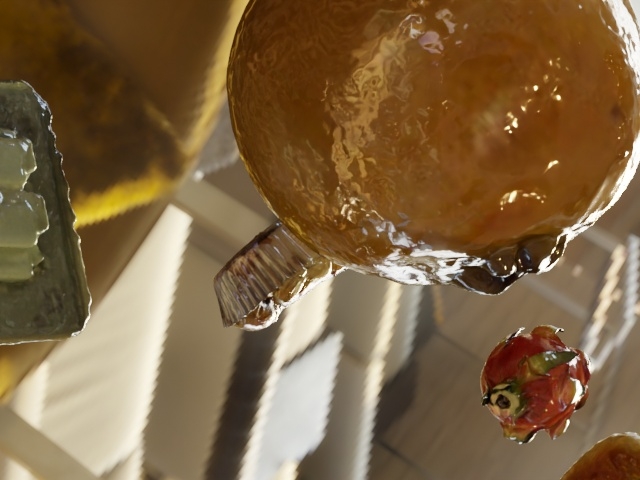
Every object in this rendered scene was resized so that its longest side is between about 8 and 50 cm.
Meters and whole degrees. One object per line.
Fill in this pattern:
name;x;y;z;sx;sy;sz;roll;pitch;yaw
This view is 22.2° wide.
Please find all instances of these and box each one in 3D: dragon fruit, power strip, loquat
dragon fruit;0.161;0.113;1.250;0.116;0.081;0.086;-31;151;-50
power strip;-0.248;-0.027;1.072;0.213;0.198;0.064;-4;159;-37
loquat;0.089;-0.115;1.240;0.328;0.328;0.328;-41;150;-30

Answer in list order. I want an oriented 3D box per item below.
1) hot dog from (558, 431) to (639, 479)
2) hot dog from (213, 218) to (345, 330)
hot dog;0.329;0.411;1.691;0.223;0.405;0.185;-32;133;21
hot dog;0.000;0.000;1.492;0.268;0.075;0.144;-40;176;-41
